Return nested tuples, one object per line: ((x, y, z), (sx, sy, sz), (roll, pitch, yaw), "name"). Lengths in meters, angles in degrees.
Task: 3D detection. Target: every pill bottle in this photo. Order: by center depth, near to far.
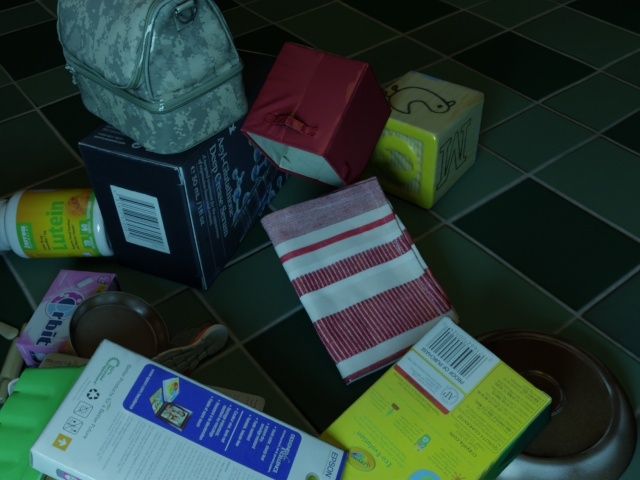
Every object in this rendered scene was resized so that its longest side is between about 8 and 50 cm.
((-0.525, -0.033, 1.326), (0.245, 0.136, 0.136), (-2, 43, 1), "pill bottle")

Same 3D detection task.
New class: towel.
((0.069, 0.055, 1.181), (0.237, 0.037, 0.329), (-22, 69, -18), "towel")

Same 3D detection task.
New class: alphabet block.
((0.211, -0.217, 1.444), (0.192, 0.193, 0.197), (24, 49, 29), "alphabet block")

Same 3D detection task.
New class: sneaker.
((-0.234, 0.184, 1.144), (0.158, 0.061, 0.065), (-25, 31, -32), "sneaker")

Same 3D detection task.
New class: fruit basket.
((-0.284, 0.324, 0.947), (0.353, 0.165, 0.327), (16, 44, -3), "fruit basket")

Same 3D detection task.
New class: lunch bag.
((-0.286, -0.324, 1.108), (0.212, 0.256, 0.305), (-34, 51, -30), "lunch bag")

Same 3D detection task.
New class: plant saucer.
((0.328, 0.245, 1.045), (0.310, 0.050, 0.311), (-1, 42, 1), "plant saucer")
((-0.339, 0.163, 1.136), (0.168, 0.029, 0.168), (21, 44, -22), "plant saucer")

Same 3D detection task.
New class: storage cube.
((-0.001, -0.227, 1.272), (0.183, 0.215, 0.193), (21, 80, 25), "storage cube")

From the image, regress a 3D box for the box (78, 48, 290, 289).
((-0.235, -0.156, 1.328), (0.212, 0.294, 0.395), (15, 46, 17), "box")

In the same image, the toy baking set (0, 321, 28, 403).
((-0.597, 0.195, 1.162), (0.196, 0.030, 0.256), (0, 43, 3), "toy baking set")

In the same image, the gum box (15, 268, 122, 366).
((-0.436, 0.140, 1.188), (0.107, 0.062, 0.188), (4, 43, 8), "gum box")

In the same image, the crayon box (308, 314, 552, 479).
((0.141, 0.281, 0.954), (0.318, 0.081, 0.202), (-40, 53, -14), "crayon box")

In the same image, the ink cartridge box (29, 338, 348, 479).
((-0.161, 0.282, 0.880), (0.370, 0.069, 0.176), (24, 47, 0), "ink cartridge box")

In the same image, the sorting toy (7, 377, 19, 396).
((-0.455, 0.239, 1.073), (0.083, 0.075, 0.045), (-17, 45, -16), "sorting toy")
